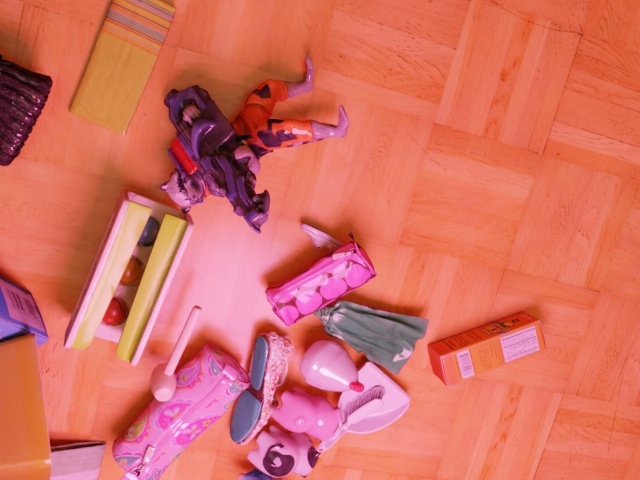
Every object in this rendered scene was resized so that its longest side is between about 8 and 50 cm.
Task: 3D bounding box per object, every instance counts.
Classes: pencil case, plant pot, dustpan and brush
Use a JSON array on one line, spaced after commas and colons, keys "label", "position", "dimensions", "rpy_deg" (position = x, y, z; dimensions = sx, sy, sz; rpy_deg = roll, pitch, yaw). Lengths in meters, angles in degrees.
[{"label": "pencil case", "position": [-0.003, 0.077, 1.189], "dimensions": [0.209, 0.098, 0.095], "rpy_deg": [-33, 71, 3]}, {"label": "plant pot", "position": [-0.542, 0.295, 1.001], "dimensions": [0.187, 0.212, 0.212], "rpy_deg": [-6, 63, -27]}, {"label": "pencil case", "position": [-0.263, 0.328, 1.185], "dimensions": [0.284, 0.124, 0.124], "rpy_deg": [-46, 109, -1]}, {"label": "dustpan and brush", "position": [0.069, 0.363, 1.301], "dimensions": [0.211, 0.060, 0.147], "rpy_deg": [-40, 112, 17]}]

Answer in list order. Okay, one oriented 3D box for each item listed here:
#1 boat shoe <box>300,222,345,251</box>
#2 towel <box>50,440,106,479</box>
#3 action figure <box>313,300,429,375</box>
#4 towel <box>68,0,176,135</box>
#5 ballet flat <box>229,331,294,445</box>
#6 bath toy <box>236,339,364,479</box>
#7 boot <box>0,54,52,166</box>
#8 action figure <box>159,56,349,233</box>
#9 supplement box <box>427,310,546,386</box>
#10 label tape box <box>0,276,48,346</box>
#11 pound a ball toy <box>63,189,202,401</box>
[{"label": "boat shoe", "position": [0.000, 0.000, 1.216], "dimensions": [0.100, 0.035, 0.035], "rpy_deg": [28, 92, -25]}, {"label": "towel", "position": [-0.549, 0.531, 1.160], "dimensions": [0.248, 0.038, 0.325], "rpy_deg": [9, 101, -44]}, {"label": "action figure", "position": [0.088, 0.174, 1.262], "dimensions": [0.232, 0.063, 0.137], "rpy_deg": [23, 99, -21]}, {"label": "towel", "position": [-0.335, -0.306, 1.072], "dimensions": [0.102, 0.021, 0.237], "rpy_deg": [23, 98, -12]}, {"label": "ballet flat", "position": [-0.108, 0.292, 1.237], "dimensions": [0.077, 0.091, 0.241], "rpy_deg": [8, 106, -39]}, {"label": "bath toy", "position": [-0.025, 0.361, 1.235], "dimensions": [0.129, 0.151, 0.348], "rpy_deg": [30, 99, 19]}, {"label": "boot", "position": [-0.519, -0.285, 0.917], "dimensions": [0.260, 0.131, 0.348], "rpy_deg": [30, 136, -15]}, {"label": "action figure", "position": [-0.108, -0.136, 1.063], "dimensions": [0.330, 0.341, 0.178], "rpy_deg": [-28, 149, 2]}, {"label": "supplement box", "position": [0.350, 0.226, 1.331], "dimensions": [0.233, 0.078, 0.080], "rpy_deg": [-16, 103, -10]}, {"label": "label tape box", "position": [-0.652, 0.170, 0.981], "dimensions": [0.347, 0.249, 0.115], "rpy_deg": [-26, 70, -5]}, {"label": "pound a ball toy", "position": [-0.307, 0.096, 1.113], "dimensions": [0.208, 0.136, 0.319], "rpy_deg": [21, 97, -22]}]
